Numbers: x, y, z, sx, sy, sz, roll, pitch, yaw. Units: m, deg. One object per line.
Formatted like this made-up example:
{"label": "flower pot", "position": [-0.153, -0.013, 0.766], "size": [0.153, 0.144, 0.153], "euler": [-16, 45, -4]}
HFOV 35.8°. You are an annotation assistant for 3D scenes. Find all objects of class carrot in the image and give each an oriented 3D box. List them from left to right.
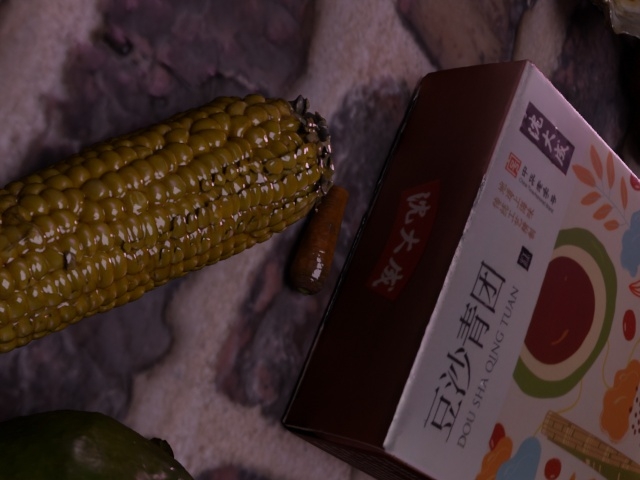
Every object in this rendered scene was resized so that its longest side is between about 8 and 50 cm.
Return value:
{"label": "carrot", "position": [0.000, 0.000, 0.801], "size": [0.032, 0.032, 0.093], "euler": [35, 66, -37]}

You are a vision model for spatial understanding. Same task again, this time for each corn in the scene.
{"label": "corn", "position": [-0.120, -0.017, 0.643], "size": [0.317, 0.115, 0.115], "euler": [-25, 108, -36]}

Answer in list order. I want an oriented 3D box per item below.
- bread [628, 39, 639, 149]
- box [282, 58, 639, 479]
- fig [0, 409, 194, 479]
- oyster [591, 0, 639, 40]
{"label": "bread", "position": [0.452, -0.177, 1.127], "size": [0.232, 0.135, 0.247], "euler": [32, 71, -38]}
{"label": "box", "position": [0.193, 0.089, 0.913], "size": [0.385, 0.122, 0.345], "euler": [36, 68, -37]}
{"label": "fig", "position": [-0.156, 0.186, 0.604], "size": [0.203, 0.235, 0.203], "euler": [0, 102, 0]}
{"label": "oyster", "position": [0.305, -0.366, 0.995], "size": [0.197, 0.133, 0.337], "euler": [-33, 110, -34]}
